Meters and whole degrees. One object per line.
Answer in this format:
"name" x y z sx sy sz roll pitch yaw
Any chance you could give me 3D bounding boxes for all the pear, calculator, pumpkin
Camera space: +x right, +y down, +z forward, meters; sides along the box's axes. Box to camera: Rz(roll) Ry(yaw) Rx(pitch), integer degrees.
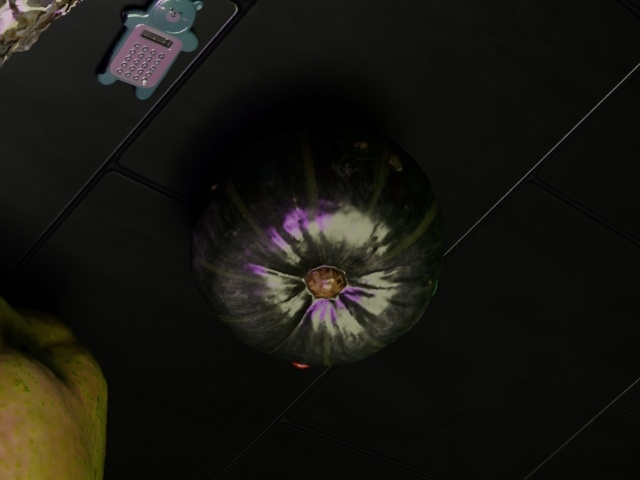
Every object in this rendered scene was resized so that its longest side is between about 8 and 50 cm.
"pear" -0.417 0.232 1.715 0.391 0.391 0.391 -12 135 -12
"calculator" -0.179 -0.213 1.625 0.094 0.019 0.141 20 122 -33
"pumpkin" 0.000 0.000 1.766 0.300 0.207 0.300 0 119 0

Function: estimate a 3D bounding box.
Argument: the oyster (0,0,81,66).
"oyster" -0.322 -0.257 1.450 0.351 0.158 0.162 -34 94 20

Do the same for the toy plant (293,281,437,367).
"toy plant" 0.033 0.066 1.937 0.240 0.088 0.155 -28 124 16
